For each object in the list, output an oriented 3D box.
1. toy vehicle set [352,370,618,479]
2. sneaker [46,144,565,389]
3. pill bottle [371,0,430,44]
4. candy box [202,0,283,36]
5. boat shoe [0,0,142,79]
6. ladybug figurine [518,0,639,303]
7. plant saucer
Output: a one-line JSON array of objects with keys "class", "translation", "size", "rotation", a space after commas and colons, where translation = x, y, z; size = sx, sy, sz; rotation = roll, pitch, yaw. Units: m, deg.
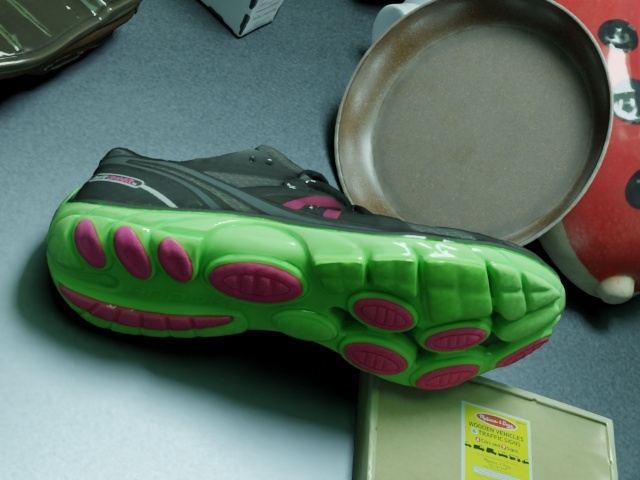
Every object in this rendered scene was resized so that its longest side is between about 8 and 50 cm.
[{"class": "toy vehicle set", "translation": [0.161, 0.210, 1.156], "size": [0.267, 0.035, 0.166], "rotation": [19, 46, -13]}, {"class": "sneaker", "translation": [0.000, 0.000, 1.123], "size": [0.483, 0.185, 0.202], "rotation": [13, 43, -8]}, {"class": "pill bottle", "translation": [0.173, -0.251, 1.497], "size": [0.215, 0.117, 0.117], "rotation": [-8, 57, -33]}, {"class": "candy box", "translation": [-0.096, -0.364, 1.394], "size": [0.165, 0.196, 0.070], "rotation": [44, 45, 11]}, {"class": "boat shoe", "translation": [-0.296, -0.207, 1.225], "size": [0.307, 0.104, 0.110], "rotation": [-30, 80, -43]}, {"class": "ladybug figurine", "translation": [0.347, -0.146, 1.398], "size": [0.305, 0.162, 0.449], "rotation": [15, 65, -37]}, {"class": "plant saucer", "translation": [0.163, -0.121, 1.303], "size": [0.050, 0.310, 0.310], "rotation": [33, 26, -60]}]
